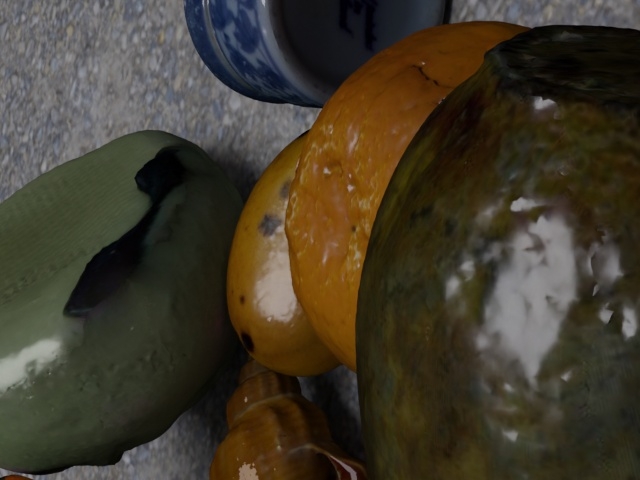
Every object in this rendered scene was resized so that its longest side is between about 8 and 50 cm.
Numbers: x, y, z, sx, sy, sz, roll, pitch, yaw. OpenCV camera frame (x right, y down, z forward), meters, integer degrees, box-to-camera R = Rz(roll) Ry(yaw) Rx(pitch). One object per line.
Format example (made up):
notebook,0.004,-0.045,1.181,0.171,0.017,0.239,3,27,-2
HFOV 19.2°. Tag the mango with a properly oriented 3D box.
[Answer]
mango,-0.003,0.001,1.238,0.115,0.090,0.178,12,90,37

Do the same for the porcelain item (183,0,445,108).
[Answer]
porcelain item,-0.006,-0.159,1.212,0.114,0.147,0.147,13,97,55

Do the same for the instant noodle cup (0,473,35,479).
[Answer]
instant noodle cup,-0.135,0.276,1.315,0.230,0.182,0.230,-7,81,53

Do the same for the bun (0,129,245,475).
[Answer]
bun,-0.154,0.064,1.355,0.283,0.179,0.283,-27,29,16

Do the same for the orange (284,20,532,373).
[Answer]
orange,0.084,-0.012,1.040,0.219,0.193,0.219,-14,69,38

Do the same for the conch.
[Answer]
conch,-0.001,0.211,1.220,0.093,0.109,0.330,81,173,-71

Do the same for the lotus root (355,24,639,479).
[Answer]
lotus root,0.135,0.081,0.847,0.250,0.250,0.346,24,127,52
